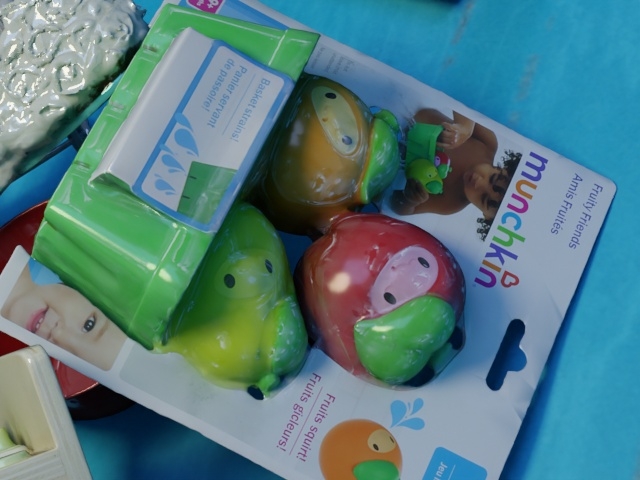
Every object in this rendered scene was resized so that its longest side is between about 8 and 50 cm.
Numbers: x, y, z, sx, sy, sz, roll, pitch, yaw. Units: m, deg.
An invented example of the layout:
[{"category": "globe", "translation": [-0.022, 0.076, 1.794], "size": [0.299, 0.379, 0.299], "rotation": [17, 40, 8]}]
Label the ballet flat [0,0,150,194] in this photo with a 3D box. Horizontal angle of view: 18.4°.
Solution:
[{"category": "ballet flat", "translation": [-0.296, -0.052, 1.490], "size": [0.409, 0.147, 0.147], "rotation": [-46, 51, 8]}]

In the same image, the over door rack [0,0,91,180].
[{"category": "over door rack", "translation": [-0.350, -0.135, 1.540], "size": [0.239, 0.324, 0.108], "rotation": [-33, 39, 0]}]

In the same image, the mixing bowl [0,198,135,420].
[{"category": "mixing bowl", "translation": [-0.173, 0.065, 1.463], "size": [0.181, 0.098, 0.181], "rotation": [-12, 53, 16]}]

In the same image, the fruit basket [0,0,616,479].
[{"category": "fruit basket", "translation": [0.000, 0.000, 1.337], "size": [0.353, 0.165, 0.327], "rotation": [25, 61, 3]}]

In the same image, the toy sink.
[{"category": "toy sink", "translation": [-0.214, 0.201, 1.258], "size": [0.131, 0.153, 0.234], "rotation": [-19, 90, -24]}]
